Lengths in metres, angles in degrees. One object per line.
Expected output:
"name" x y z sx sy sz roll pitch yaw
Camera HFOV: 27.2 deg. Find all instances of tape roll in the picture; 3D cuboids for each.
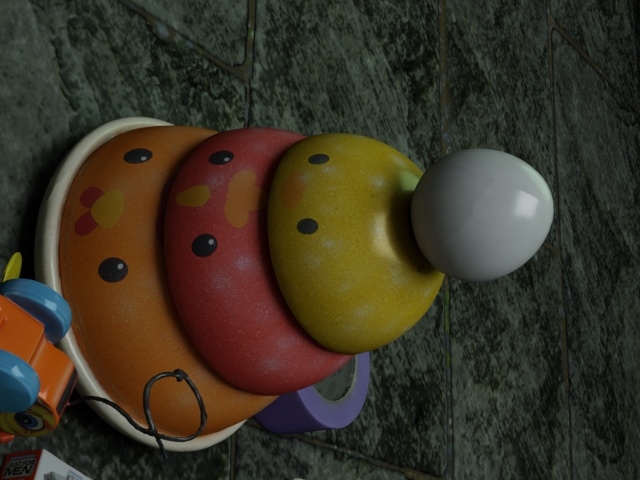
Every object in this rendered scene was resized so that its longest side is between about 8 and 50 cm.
"tape roll" -0.021 0.135 1.581 0.189 0.080 0.189 25 60 -54

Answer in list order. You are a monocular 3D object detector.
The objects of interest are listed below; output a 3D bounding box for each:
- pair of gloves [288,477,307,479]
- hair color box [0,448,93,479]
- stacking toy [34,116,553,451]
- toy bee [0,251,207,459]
"pair of gloves" 0.022 0.412 1.596 0.240 0.042 0.204 42 47 -44
"hair color box" -0.255 0.281 1.173 0.093 0.053 0.167 45 46 -41
"stacking toy" 0.000 0.000 1.258 0.350 0.480 0.350 26 56 -48
"toy bee" -0.276 0.120 1.130 0.298 0.162 0.195 48 44 -2
